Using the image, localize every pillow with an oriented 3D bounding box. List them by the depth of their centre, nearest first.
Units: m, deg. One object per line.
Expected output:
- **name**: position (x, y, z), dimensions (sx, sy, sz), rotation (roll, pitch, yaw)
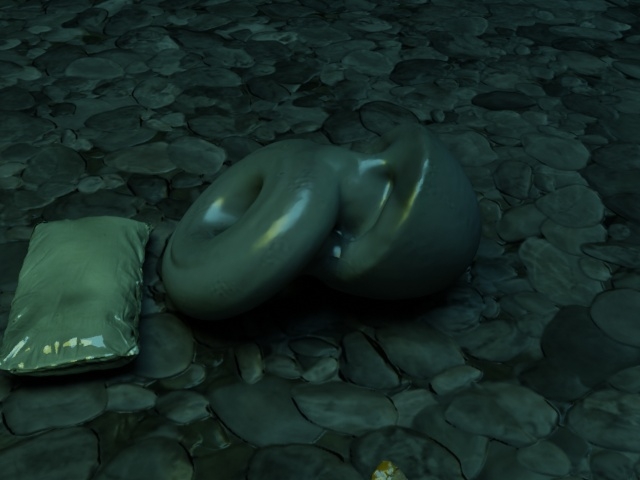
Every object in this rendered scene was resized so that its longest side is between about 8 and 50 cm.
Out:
- **pillow**: position (-0.237, 0.045, 0.765), dimensions (0.128, 0.051, 0.229), rotation (0, 36, -8)

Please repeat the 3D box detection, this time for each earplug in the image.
- **earplug**: position (-0.002, -0.010, 0.771), dimensions (0.325, 0.175, 0.214), rotation (-10, 33, -1)

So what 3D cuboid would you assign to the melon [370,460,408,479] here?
- **melon**: position (0.015, 0.244, 0.503), dimensions (0.054, 0.098, 0.182), rotation (8, 47, 50)
